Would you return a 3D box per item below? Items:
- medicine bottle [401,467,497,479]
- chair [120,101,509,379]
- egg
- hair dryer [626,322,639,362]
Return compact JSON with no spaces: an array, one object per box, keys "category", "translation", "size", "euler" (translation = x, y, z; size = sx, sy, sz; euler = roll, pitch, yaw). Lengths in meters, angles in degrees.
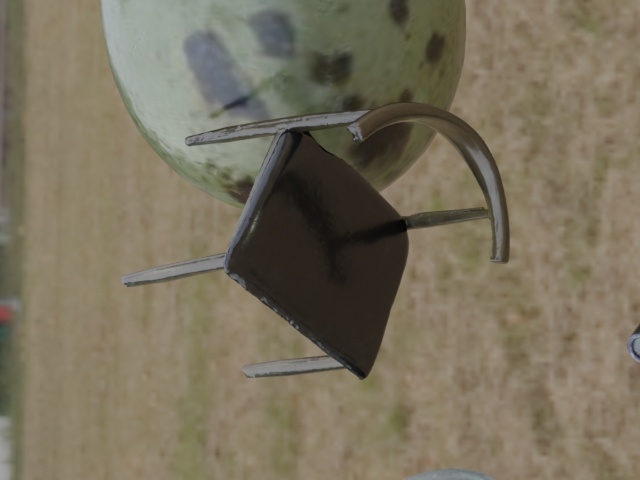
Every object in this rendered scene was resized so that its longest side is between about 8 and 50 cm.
[{"category":"medicine bottle","translation":[0.118,0.322,1.197],"size":[0.144,0.144,0.252],"euler":[-122,14,-66]},{"category":"chair","translation":[0.000,0.000,1.184],"size":[0.272,0.188,0.166],"euler":[-12,48,46]},{"category":"egg","translation":[-0.040,-0.229,1.394],"size":[0.345,0.345,0.428],"euler":[-122,13,-66]},{"category":"hair dryer","translation":[0.233,0.086,1.007],"size":[0.026,0.047,0.083],"euler":[9,127,37]}]
